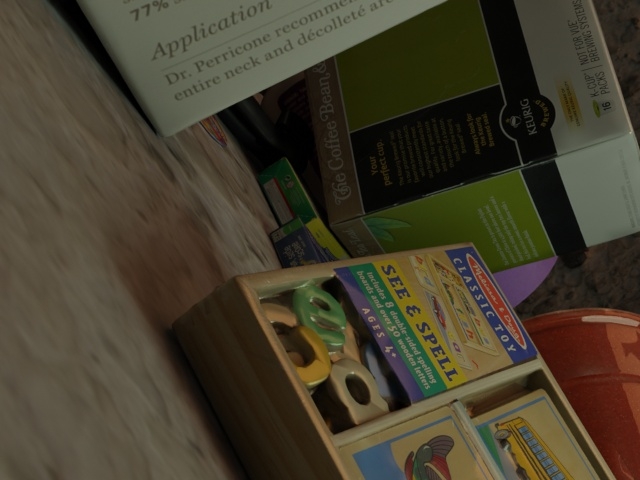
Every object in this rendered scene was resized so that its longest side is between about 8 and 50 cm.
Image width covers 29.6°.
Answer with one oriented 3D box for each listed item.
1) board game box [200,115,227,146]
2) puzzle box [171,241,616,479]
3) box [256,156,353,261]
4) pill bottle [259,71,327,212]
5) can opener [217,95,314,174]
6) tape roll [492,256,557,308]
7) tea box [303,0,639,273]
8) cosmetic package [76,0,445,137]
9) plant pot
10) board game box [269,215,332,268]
[{"bbox_3d":[-0.124,-0.171,1.186,0.168,0.033,0.133,61,6,22],"label":"board game box"},{"bbox_3d":[0.111,0.190,0.653,0.272,0.052,0.408,-7,63,-58],"label":"puzzle box"},{"bbox_3d":[0.000,0.000,1.314,0.179,0.043,0.105,50,10,-48],"label":"box"},{"bbox_3d":[0.021,-0.144,1.623,0.301,0.169,0.169,61,6,19],"label":"pill bottle"},{"bbox_3d":[-0.070,-0.122,1.318,0.186,0.059,0.073,38,46,-49],"label":"can opener"},{"bbox_3d":[0.198,0.024,1.725,0.090,0.275,0.275,55,6,-21],"label":"tape roll"},{"bbox_3d":[0.165,-0.152,1.353,0.220,0.324,0.329,52,25,-58],"label":"tea box"},{"bbox_3d":[-0.079,-0.360,0.841,0.393,0.330,0.327,66,-2,-49],"label":"cosmetic package"},{"bbox_3d":[0.235,0.247,1.047,0.272,0.272,0.265,54,16,-42],"label":"plant pot"},{"bbox_3d":[0.024,0.084,1.091,0.136,0.035,0.201,54,7,-38],"label":"board game box"}]
